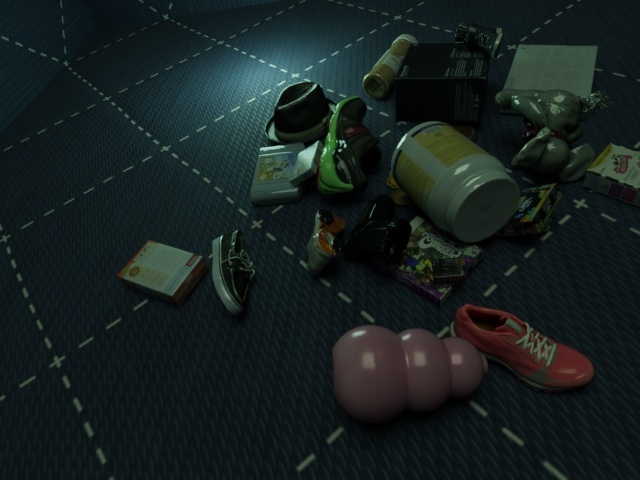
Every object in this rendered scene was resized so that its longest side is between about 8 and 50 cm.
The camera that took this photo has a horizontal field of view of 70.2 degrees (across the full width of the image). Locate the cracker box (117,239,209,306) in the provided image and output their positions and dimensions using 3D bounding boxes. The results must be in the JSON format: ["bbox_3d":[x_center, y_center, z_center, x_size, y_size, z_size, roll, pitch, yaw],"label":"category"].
[{"bbox_3d":[-0.485,0.098,1.407,0.233,0.067,0.155,14,53,26],"label":"cracker box"}]

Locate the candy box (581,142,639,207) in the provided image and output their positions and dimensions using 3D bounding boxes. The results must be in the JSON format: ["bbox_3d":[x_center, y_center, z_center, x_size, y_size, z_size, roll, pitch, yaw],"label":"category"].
[{"bbox_3d":[0.919,-0.182,1.324,0.159,0.071,0.234,-41,51,-22],"label":"candy box"}]

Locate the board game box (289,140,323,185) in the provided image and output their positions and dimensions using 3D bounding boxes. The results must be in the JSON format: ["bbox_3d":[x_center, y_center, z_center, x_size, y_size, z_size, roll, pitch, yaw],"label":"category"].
[{"bbox_3d":[-0.047,-0.265,1.561,0.104,0.026,0.154,-25,37,36],"label":"board game box"}]

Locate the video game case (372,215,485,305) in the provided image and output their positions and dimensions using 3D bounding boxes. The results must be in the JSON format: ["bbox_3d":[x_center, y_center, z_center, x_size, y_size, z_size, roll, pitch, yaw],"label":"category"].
[{"bbox_3d":[0.302,0.049,1.280,0.210,0.041,0.232,-41,52,-21],"label":"video game case"}]

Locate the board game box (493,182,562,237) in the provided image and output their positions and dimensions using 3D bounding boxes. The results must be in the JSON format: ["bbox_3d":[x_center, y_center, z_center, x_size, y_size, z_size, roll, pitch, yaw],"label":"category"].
[{"bbox_3d":[0.577,-0.085,1.287,0.170,0.048,0.141,-46,21,-27],"label":"board game box"}]

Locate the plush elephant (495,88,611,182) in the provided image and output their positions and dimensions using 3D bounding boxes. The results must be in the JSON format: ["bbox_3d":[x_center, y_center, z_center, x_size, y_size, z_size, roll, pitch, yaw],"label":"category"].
[{"bbox_3d":[0.696,-0.313,1.406,0.255,0.272,0.330,-66,20,2],"label":"plush elephant"}]

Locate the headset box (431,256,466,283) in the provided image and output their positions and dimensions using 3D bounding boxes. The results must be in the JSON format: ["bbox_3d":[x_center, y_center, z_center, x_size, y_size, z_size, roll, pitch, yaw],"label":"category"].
[{"bbox_3d":[0.338,0.079,1.194,0.084,0.032,0.062,-6,49,11],"label":"headset box"}]

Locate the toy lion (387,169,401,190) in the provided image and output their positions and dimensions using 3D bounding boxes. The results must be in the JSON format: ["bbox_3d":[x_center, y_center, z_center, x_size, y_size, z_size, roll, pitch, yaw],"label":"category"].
[{"bbox_3d":[0.266,-0.212,1.541,0.096,0.034,0.100,-28,47,-2],"label":"toy lion"}]

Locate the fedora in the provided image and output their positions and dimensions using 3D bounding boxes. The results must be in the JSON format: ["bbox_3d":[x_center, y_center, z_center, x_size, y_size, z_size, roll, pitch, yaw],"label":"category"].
[{"bbox_3d":[-0.084,-0.533,1.835,0.335,0.152,0.333,-7,46,7],"label":"fedora"}]

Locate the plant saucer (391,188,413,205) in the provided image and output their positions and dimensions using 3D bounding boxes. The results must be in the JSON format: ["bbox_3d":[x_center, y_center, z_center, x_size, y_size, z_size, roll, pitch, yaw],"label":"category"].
[{"bbox_3d":[0.273,-0.139,1.479,0.084,0.015,0.083,-7,46,7],"label":"plant saucer"}]

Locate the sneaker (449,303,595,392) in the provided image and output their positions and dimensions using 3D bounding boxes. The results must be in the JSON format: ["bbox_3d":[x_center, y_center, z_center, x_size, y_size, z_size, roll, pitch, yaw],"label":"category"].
[{"bbox_3d":[0.439,0.233,1.012,0.314,0.136,0.116,18,56,27],"label":"sneaker"}]

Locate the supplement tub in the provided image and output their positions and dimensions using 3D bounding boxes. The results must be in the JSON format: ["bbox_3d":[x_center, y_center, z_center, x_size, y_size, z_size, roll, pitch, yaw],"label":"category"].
[{"bbox_3d":[0.376,-0.172,1.306,0.241,0.241,0.331,-23,43,-7],"label":"supplement tub"}]

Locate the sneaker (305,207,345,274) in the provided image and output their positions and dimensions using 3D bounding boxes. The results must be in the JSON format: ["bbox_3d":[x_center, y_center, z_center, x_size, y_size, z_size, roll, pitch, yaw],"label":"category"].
[{"bbox_3d":[0.000,0.000,1.365,0.099,0.121,0.262,31,28,-9],"label":"sneaker"}]

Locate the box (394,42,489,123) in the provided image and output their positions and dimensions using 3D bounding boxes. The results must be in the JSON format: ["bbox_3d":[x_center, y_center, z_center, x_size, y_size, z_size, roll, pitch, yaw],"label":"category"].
[{"bbox_3d":[0.469,-0.605,1.732,0.313,0.178,0.343,8,45,19],"label":"box"}]

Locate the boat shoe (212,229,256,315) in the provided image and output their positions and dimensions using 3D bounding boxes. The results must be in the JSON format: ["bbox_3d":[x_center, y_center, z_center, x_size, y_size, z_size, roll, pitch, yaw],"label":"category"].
[{"bbox_3d":[-0.243,0.082,1.333,0.105,0.113,0.306,-28,37,7],"label":"boat shoe"}]

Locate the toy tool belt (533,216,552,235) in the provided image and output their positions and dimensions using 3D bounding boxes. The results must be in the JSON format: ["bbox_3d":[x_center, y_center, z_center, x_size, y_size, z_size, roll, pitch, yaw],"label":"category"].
[{"bbox_3d":[0.627,-0.053,1.289,0.083,0.051,0.052,-30,49,-14],"label":"toy tool belt"}]

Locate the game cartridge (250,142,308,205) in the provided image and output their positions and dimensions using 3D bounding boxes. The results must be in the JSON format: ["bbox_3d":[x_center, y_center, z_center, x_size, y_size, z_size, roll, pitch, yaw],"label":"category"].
[{"bbox_3d":[-0.139,-0.249,1.657,0.198,0.062,0.297,-8,46,12],"label":"game cartridge"}]

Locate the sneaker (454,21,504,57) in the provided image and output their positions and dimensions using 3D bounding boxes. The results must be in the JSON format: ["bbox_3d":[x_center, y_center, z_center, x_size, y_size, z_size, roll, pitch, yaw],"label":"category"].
[{"bbox_3d":[0.562,-0.716,1.626,0.164,0.086,0.226,14,36,9],"label":"sneaker"}]

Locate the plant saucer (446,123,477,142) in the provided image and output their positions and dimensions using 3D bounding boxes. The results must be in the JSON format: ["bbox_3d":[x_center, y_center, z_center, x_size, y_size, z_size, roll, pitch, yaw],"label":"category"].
[{"bbox_3d":[0.481,-0.385,1.648,0.169,0.029,0.168,-7,46,7],"label":"plant saucer"}]

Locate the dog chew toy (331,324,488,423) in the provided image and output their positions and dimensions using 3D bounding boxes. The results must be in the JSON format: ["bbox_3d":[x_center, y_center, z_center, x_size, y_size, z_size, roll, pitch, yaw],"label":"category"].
[{"bbox_3d":[0.194,0.283,0.992,0.332,0.206,0.206,-4,47,0],"label":"dog chew toy"}]

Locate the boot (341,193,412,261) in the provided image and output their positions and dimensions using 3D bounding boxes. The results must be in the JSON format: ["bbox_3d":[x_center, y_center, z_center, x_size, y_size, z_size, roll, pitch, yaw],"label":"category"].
[{"bbox_3d":[0.189,-0.040,1.295,0.246,0.094,0.207,-49,23,-22],"label":"boot"}]

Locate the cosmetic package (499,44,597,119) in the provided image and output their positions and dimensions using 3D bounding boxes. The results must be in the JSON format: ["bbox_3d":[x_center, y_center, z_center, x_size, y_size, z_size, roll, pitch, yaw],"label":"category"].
[{"bbox_3d":[0.860,-0.608,1.715,0.285,0.097,0.377,14,53,22],"label":"cosmetic package"}]

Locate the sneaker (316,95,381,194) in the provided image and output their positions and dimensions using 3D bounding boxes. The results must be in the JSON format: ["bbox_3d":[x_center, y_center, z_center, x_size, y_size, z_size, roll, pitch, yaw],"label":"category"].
[{"bbox_3d":[0.115,-0.326,1.611,0.203,0.185,0.482,12,53,0],"label":"sneaker"}]

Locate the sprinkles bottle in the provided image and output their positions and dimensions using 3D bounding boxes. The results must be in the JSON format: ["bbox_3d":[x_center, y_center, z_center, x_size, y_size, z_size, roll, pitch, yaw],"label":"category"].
[{"bbox_3d":[0.308,-0.753,1.966,0.121,0.121,0.355,17,54,26],"label":"sprinkles bottle"}]
